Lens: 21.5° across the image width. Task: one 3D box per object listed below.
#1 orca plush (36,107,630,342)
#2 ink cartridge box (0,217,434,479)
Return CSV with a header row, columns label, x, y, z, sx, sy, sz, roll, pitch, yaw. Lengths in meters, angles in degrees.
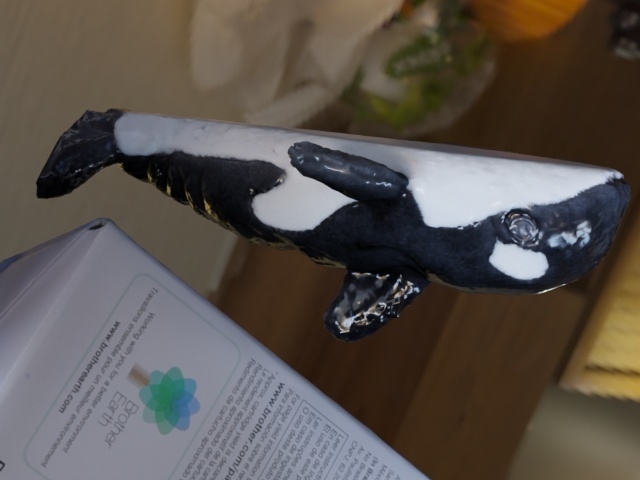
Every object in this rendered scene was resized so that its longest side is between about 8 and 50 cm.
label,x,y,z,sx,sy,sz,roll,pitch,yaw
orca plush,0.000,0.000,0.813,0.287,0.102,0.151,7,-174,10
ink cartridge box,-0.059,0.219,0.882,0.395,0.270,0.151,39,154,-19
